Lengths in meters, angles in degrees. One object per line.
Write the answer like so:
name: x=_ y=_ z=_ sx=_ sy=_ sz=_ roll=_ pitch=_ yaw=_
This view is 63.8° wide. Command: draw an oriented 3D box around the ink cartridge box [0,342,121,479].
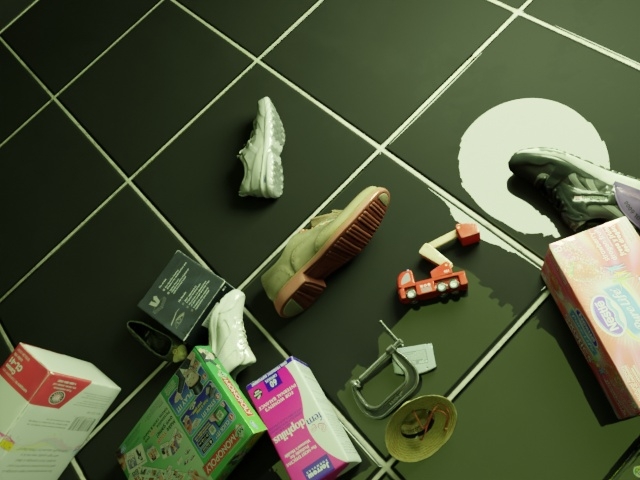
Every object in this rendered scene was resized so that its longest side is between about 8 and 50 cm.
ink cartridge box: x=-0.610 y=0.394 z=1.074 sx=0.131 sy=0.226 sz=0.306 roll=29 pitch=77 yaw=26

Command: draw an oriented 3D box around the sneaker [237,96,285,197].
sneaker: x=-0.158 y=-0.236 z=1.284 sx=0.115 sy=0.105 sz=0.281 roll=-6 pitch=66 yaw=14

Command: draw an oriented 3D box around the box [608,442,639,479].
box: x=0.550 y=0.434 z=0.801 sx=0.184 sy=0.045 sz=0.191 roll=-44 pitch=61 yaw=-7

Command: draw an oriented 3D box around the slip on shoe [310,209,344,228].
slip on shoe: x=0.039 y=-0.054 z=1.175 sx=0.135 sy=0.051 sz=0.041 roll=-25 pitch=68 yaw=14

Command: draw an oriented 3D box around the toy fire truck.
toy fire truck: x=0.245 y=0.048 z=1.066 sx=0.192 sy=0.047 sz=0.135 roll=-15 pitch=63 yaw=11

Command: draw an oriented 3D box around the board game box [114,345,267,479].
board game box: x=-0.265 y=0.396 z=1.008 sx=0.213 sy=0.046 sz=0.317 roll=46 pitch=106 yaw=28

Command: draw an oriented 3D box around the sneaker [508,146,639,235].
sneaker: x=0.500 y=-0.090 z=1.021 sx=0.283 sy=0.107 sz=0.124 roll=25 pitch=82 yaw=25

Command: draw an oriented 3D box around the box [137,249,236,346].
box: x=-0.297 y=0.134 z=1.168 sx=0.158 sy=0.093 sz=0.156 roll=29 pitch=78 yaw=25

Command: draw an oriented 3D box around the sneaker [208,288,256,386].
sneaker: x=-0.186 y=0.224 z=1.108 sx=0.115 sy=0.090 sz=0.232 roll=10 pitch=79 yaw=14

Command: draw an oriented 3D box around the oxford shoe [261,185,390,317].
oxford shoe: x=0.000 y=0.000 z=1.103 sx=0.348 sy=0.123 sz=0.130 roll=-46 pitch=58 yaw=3

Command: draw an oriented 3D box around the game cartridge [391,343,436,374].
game cartridge: x=0.184 y=0.238 z=1.018 sx=0.083 sy=0.017 sz=0.056 roll=-11 pitch=60 yaw=12

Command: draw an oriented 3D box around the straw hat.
straw hat: x=0.173 y=0.331 z=0.950 sx=0.144 sy=0.144 sz=0.061 roll=-40 pitch=24 yaw=-3

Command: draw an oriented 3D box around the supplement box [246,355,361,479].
supplement box: x=-0.033 y=0.350 z=0.981 sx=0.111 sy=0.114 sz=0.220 roll=-34 pitch=63 yaw=0

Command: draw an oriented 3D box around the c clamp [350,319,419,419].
c clamp: x=0.119 y=0.263 z=1.014 sx=0.137 sy=0.022 sz=0.160 roll=41 pitch=94 yaw=23

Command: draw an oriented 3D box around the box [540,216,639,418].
box: x=0.519 y=0.134 z=0.884 sx=0.142 sy=0.154 sz=0.300 roll=-21 pitch=63 yaw=7

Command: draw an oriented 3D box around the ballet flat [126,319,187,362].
ballet flat: x=-0.376 y=0.232 z=1.173 sx=0.173 sy=0.049 sz=0.057 roll=20 pitch=75 yaw=24
